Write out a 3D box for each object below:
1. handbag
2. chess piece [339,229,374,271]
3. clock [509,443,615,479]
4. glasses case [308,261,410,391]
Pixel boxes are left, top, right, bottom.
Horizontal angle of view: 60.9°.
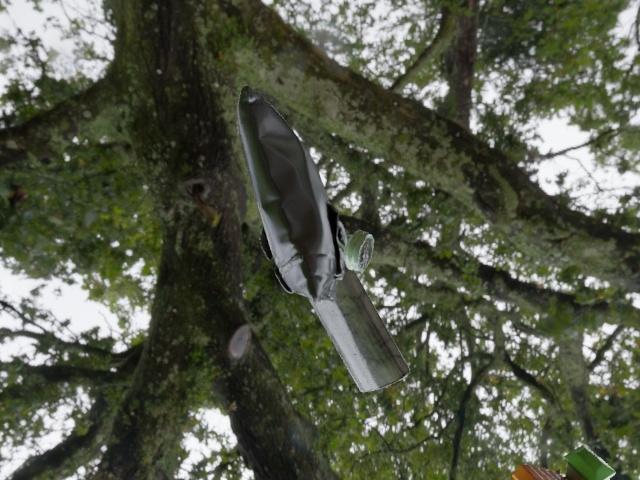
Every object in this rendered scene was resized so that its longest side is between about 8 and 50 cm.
[{"bbox_3d":[-0.025,-0.028,0.610,0.088,0.254,0.211,-18,-99,3],"label":"handbag"},{"bbox_3d":[0.000,0.000,0.799,0.149,0.059,0.059,15,-134,22],"label":"chess piece"},{"bbox_3d":[0.344,0.456,0.860,0.219,0.255,0.106,-22,-147,-17],"label":"clock"},{"bbox_3d":[0.046,0.127,0.988,0.114,0.299,0.060,-28,-178,35],"label":"glasses case"}]
